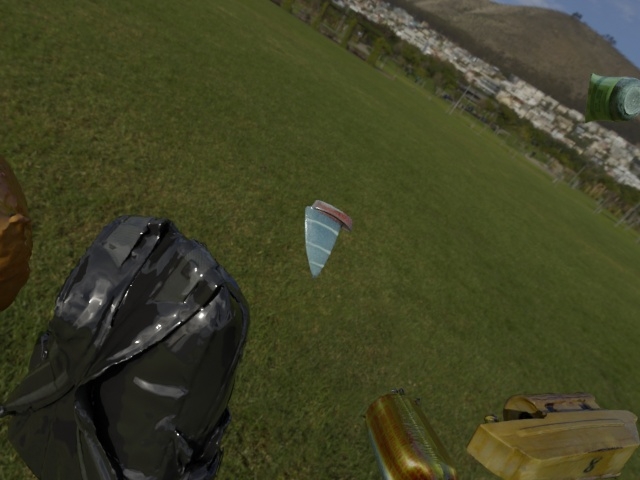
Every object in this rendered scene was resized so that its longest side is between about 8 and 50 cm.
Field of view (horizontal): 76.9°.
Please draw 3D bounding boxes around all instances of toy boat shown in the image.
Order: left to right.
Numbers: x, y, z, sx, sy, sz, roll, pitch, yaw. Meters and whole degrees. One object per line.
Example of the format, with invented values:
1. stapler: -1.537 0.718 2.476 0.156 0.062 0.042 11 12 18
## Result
1. toy boat: 0.000 0.001 0.685 0.096 0.122 0.034 30 -15 -23
2. toy boat: 0.250 0.207 0.433 0.226 0.068 0.088 8 23 -23

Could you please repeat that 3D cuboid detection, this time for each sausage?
1. sausage: 0.158 0.362 0.654 0.117 0.125 0.317 31 0 -5

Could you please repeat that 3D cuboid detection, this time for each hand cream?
1. hand cream: 0.518 -0.254 0.726 0.046 0.095 0.175 -3 19 10

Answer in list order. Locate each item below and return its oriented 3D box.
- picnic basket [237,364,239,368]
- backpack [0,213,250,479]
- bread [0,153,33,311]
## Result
1. picnic basket: -0.339 0.390 1.177 0.154 0.196 0.134 15 24 -31
2. backpack: -0.269 0.183 0.588 0.364 0.444 0.255 24 5 26
3. bread: -0.470 -0.015 0.396 0.313 0.312 0.172 11 37 -39
